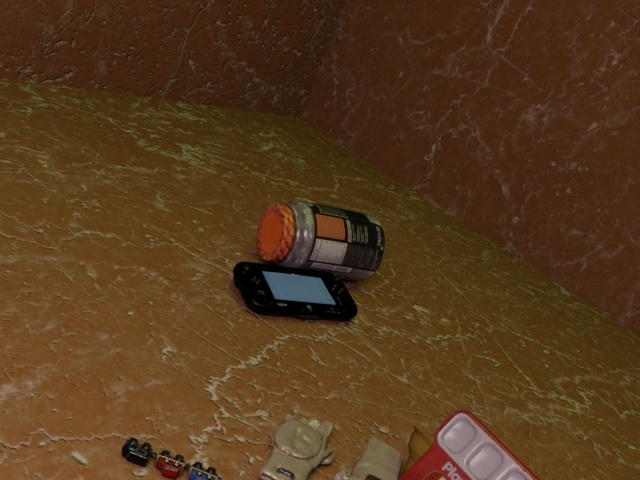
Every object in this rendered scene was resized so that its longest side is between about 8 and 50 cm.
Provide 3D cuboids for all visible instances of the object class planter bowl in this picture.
[{"bbox_3d":[0.203,0.424,1.180,0.217,0.090,0.217,46,-7,7],"label":"planter bowl"}]

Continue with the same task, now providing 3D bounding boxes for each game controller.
[{"bbox_3d":[-0.058,0.125,1.705,0.319,0.067,0.166,8,26,-34],"label":"game controller"}]

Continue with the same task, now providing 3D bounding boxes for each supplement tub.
[{"bbox_3d":[0.000,0.000,1.888,0.316,0.194,0.193,11,25,-32],"label":"supplement tub"}]

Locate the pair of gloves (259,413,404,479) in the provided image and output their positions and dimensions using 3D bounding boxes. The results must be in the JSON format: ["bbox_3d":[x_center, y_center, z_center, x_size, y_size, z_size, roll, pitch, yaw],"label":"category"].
[{"bbox_3d":[0.026,0.391,1.194,0.240,0.042,0.204,22,24,1],"label":"pair of gloves"}]

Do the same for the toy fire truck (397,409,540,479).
[{"bbox_3d":[0.222,0.419,0.977,0.302,0.254,0.169,42,-5,38],"label":"toy fire truck"}]

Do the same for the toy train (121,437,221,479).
[{"bbox_3d":[-0.226,0.342,1.062,0.158,0.027,0.036,22,24,-4],"label":"toy train"}]
